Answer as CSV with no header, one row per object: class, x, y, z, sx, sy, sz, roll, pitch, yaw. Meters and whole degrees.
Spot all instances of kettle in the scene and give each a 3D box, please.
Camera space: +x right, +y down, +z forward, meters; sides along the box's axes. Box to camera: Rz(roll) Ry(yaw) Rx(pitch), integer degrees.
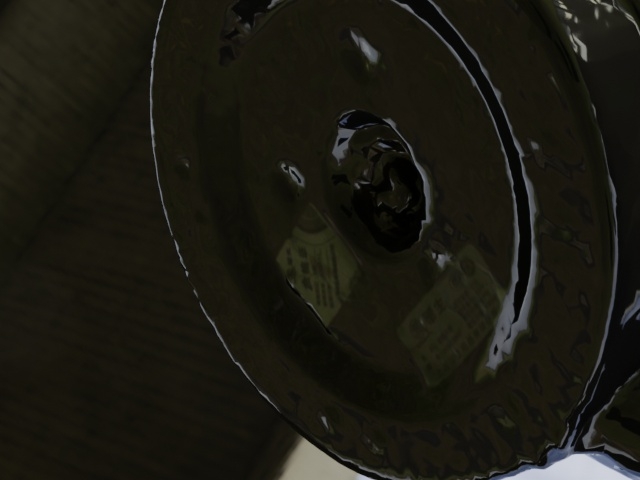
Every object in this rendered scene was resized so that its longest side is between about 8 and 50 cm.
kettle,0.152,-0.032,0.591,0.321,0.324,0.228,48,-43,23
